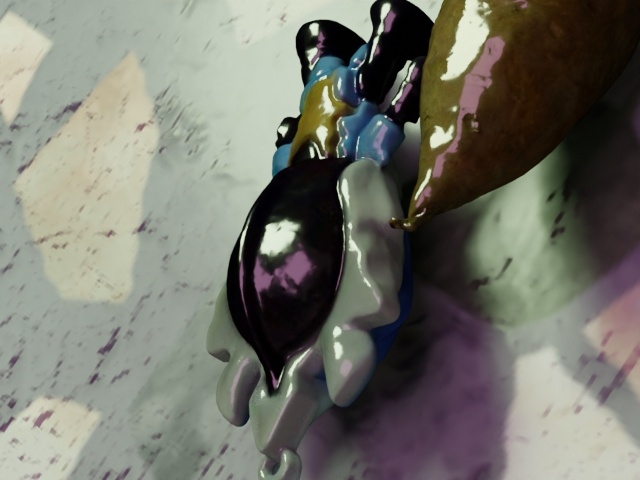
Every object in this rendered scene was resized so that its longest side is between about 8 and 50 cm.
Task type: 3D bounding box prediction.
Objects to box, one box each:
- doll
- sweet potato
[{"bbox_3d":[0.000,0.000,0.603,0.096,0.070,0.195,-16,53,45],"label":"doll"},{"bbox_3d":[0.089,-0.112,0.594,0.075,0.075,0.269,-1,58,33],"label":"sweet potato"}]
